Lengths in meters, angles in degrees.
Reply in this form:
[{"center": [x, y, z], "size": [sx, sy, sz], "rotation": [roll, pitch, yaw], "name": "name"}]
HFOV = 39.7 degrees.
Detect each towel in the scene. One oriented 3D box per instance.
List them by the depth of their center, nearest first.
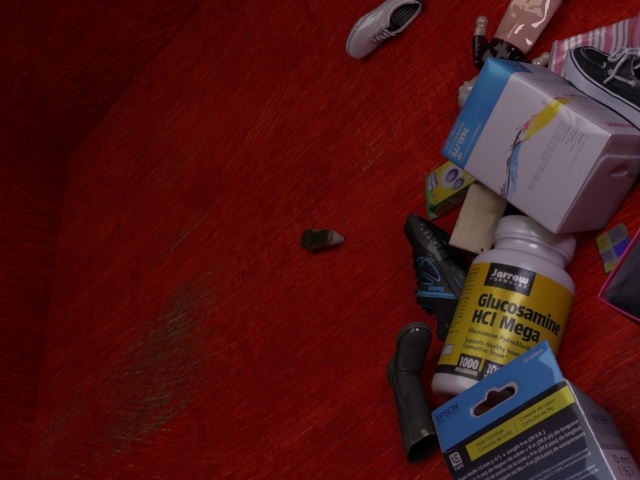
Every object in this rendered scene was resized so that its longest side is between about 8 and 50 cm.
[{"center": [0.512, 0.014, 1.546], "size": [0.060, 0.009, 0.083], "rotation": [-34, 40, 33], "name": "towel"}, {"center": [0.540, -0.367, 1.783], "size": [0.197, 0.029, 0.144], "rotation": [-9, 57, 45], "name": "towel"}]

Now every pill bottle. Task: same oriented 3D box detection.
[{"center": [0.327, 0.135, 1.532], "size": [0.188, 0.188, 0.333], "rotation": [-1, 64, 53], "name": "pill bottle"}]

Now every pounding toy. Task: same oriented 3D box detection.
[{"center": [0.351, -0.058, 1.718], "size": [0.094, 0.181, 0.206], "rotation": [20, 88, 28], "name": "pounding toy"}]

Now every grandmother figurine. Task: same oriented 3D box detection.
[{"center": [0.418, -0.422, 1.948], "size": [0.208, 0.104, 0.342], "rotation": [40, 100, 43], "name": "grandmother figurine"}]

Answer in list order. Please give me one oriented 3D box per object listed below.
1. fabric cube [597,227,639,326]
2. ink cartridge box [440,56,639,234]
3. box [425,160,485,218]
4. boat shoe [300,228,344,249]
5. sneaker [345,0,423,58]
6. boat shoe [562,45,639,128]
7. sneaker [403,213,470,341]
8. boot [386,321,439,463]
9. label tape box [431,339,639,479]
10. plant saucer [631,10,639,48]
[{"center": [0.587, 0.067, 1.173], "size": [0.254, 0.258, 0.259], "rotation": [-57, 32, 2], "name": "fabric cube"}, {"center": [0.398, -0.166, 1.549], "size": [0.270, 0.198, 0.197], "rotation": [41, 119, 32], "name": "ink cartridge box"}, {"center": [0.292, -0.127, 1.929], "size": [0.179, 0.043, 0.105], "rotation": [-35, 39, 35], "name": "box"}, {"center": [0.001, -0.002, 2.228], "size": [0.153, 0.048, 0.056], "rotation": [-11, 67, 57], "name": "boat shoe"}, {"center": [0.170, -0.586, 2.414], "size": [0.258, 0.094, 0.091], "rotation": [-43, 31, 23], "name": "sneaker"}, {"center": [0.528, -0.272, 1.495], "size": [0.306, 0.113, 0.105], "rotation": [-120, 31, -47], "name": "boat shoe"}, {"center": [0.228, 0.067, 1.784], "size": [0.139, 0.125, 0.341], "rotation": [-54, 30, 18], "name": "sneaker"}, {"center": [0.181, 0.286, 1.680], "size": [0.208, 0.076, 0.189], "rotation": [-93, 11, -51], "name": "boot"}, {"center": [0.339, 0.363, 1.329], "size": [0.249, 0.115, 0.347], "rotation": [-40, 51, 29], "name": "label tape box"}, {"center": [0.694, -0.417, 1.530], "size": [0.332, 0.084, 0.332], "rotation": [-48, 20, 24], "name": "plant saucer"}]
